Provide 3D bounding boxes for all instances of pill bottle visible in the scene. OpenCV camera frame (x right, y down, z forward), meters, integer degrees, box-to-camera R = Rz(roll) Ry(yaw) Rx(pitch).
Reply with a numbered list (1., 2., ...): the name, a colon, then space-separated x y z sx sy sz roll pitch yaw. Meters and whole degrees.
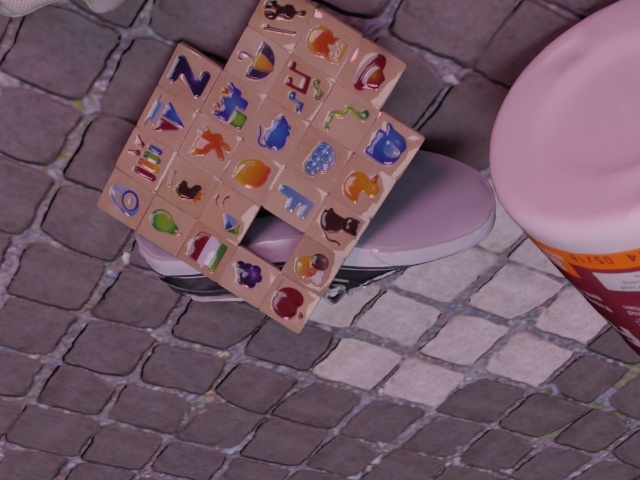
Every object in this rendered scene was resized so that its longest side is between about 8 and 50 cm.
1. pill bottle: 0.326 0.002 0.857 0.224 0.224 0.392 -30 131 24

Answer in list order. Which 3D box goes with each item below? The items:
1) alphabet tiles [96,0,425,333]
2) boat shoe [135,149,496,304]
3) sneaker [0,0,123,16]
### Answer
1. alphabet tiles: -0.043 -0.069 0.816 0.198 0.009 0.237 33 113 1
2. boat shoe: 0.000 0.004 0.906 0.306 0.113 0.105 -11 143 9
3. sneaker: -0.224 -0.199 0.673 0.252 0.103 0.111 8 134 -13
